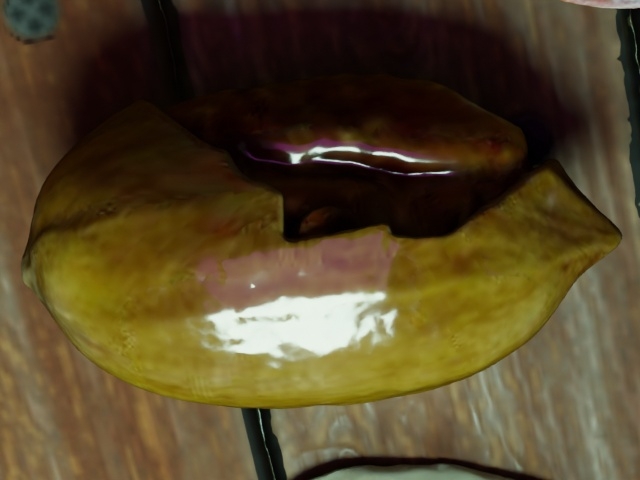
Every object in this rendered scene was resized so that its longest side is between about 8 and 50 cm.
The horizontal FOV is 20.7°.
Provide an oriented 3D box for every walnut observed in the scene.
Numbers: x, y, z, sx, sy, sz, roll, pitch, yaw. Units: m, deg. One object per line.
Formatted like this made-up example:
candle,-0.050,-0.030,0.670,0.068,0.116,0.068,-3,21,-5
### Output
walnut,0.000,0.000,0.602,0.207,0.116,0.116,-1,112,3

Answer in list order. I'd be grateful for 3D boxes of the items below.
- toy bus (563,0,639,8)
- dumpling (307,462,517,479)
toy bus,0.108,-0.166,0.552,0.077,0.065,0.192,16,113,-11
dumpling,0.035,0.158,0.674,0.155,0.181,0.111,59,145,12
